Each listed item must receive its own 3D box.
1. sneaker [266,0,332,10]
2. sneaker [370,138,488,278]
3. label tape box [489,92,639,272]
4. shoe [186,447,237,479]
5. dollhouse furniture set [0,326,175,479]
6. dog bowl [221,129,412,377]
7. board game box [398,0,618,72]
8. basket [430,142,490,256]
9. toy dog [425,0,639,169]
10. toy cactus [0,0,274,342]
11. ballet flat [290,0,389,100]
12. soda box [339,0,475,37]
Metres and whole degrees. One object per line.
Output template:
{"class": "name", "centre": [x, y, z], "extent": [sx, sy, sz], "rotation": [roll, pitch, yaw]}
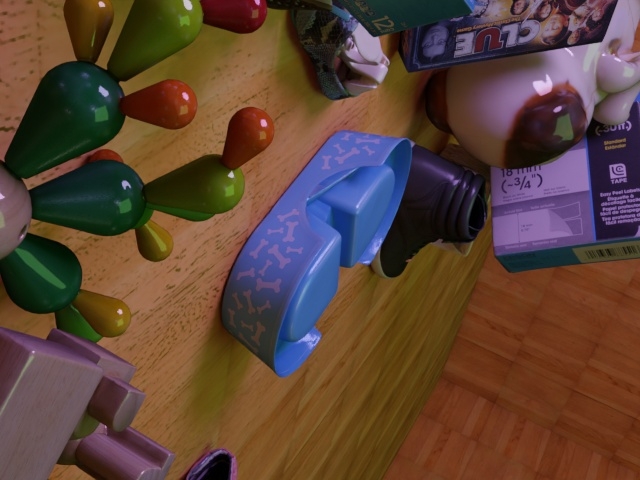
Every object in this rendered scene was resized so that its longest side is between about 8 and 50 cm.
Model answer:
{"class": "sneaker", "centre": [-0.043, -0.191, 0.440], "extent": [0.192, 0.064, 0.086], "rotation": [-10, 108, -65]}
{"class": "sneaker", "centre": [0.164, -0.013, 1.151], "extent": [0.104, 0.147, 0.295], "rotation": [-57, 162, -33]}
{"class": "label tape box", "centre": [0.401, -0.130, 1.245], "extent": [0.106, 0.241, 0.333], "rotation": [34, 53, -55]}
{"class": "shoe", "centre": [-0.141, 0.306, 0.815], "extent": [0.178, 0.063, 0.081], "rotation": [-55, 160, -47]}
{"class": "dollhouse furniture set", "centre": [-0.167, 0.103, 0.371], "extent": [0.144, 0.123, 0.151], "rotation": [-63, 156, -8]}
{"class": "dog bowl", "centre": [0.000, 0.000, 0.798], "extent": [0.297, 0.074, 0.166], "rotation": [-53, 159, -33]}
{"class": "board game box", "centre": [0.212, -0.275, 0.835], "extent": [0.165, 0.243, 0.042], "rotation": [90, -14, -54]}
{"class": "basket", "centre": [0.244, -0.076, 1.368], "extent": [0.103, 0.113, 0.167], "rotation": [-50, 157, -47]}
{"class": "toy dog", "centre": [0.327, -0.286, 1.061], "extent": [0.408, 0.284, 0.395], "rotation": [-64, 150, -5]}
{"class": "toy cactus", "centre": [-0.124, -0.028, 0.356], "extent": [0.180, 0.112, 0.219], "rotation": [-11, 150, -42]}
{"class": "ballet flat", "centre": [0.027, -0.160, 0.674], "extent": [0.070, 0.070, 0.188], "rotation": [-66, 164, 1]}
{"class": "soda box", "centre": [0.010, -0.193, 0.395], "extent": [0.210, 0.071, 0.067], "rotation": [29, 62, -52]}
